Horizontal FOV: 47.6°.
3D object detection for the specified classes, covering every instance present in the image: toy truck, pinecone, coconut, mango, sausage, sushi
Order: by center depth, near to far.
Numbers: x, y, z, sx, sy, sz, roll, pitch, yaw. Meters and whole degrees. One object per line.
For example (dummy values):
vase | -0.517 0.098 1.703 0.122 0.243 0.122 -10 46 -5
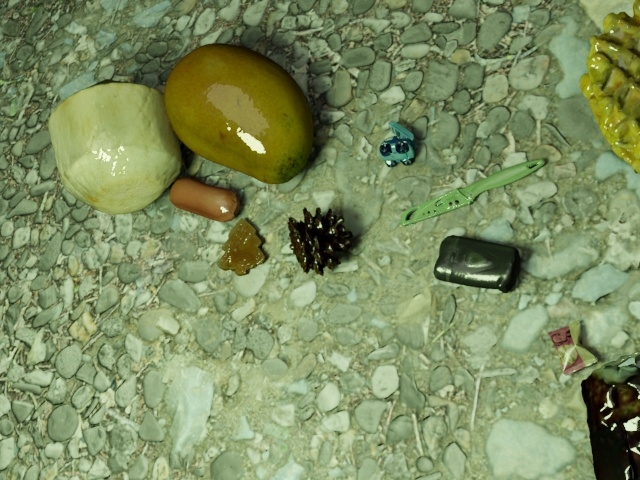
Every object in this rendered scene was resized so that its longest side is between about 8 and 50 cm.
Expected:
sushi | 0.512 0.299 0.970 0.299 0.281 0.294 -6 68 9
pinecone | -0.001 -0.001 1.426 0.121 0.140 0.140 -22 59 -14
toy truck | 0.157 -0.198 1.469 0.073 0.056 0.090 -3 56 21
mango | -0.168 -0.273 1.564 0.378 0.221 0.264 41 87 22
sausage | -0.259 -0.091 1.619 0.194 0.077 0.077 18 80 30
coconut | -0.461 -0.235 1.652 0.329 0.329 0.329 -9 67 23

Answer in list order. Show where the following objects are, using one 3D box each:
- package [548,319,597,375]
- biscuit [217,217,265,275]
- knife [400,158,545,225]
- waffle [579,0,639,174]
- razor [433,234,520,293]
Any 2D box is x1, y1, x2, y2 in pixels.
package | 0.418 0.176 1.207 0.059 0.029 0.083 -30 50 22
biscuit | -0.166 0.014 1.563 0.119 0.019 0.130 -7 69 24
knife | 0.285 -0.089 1.380 0.293 0.020 0.043 -21 65 19
waffle | 0.592 -0.255 1.216 0.261 0.151 0.324 -28 58 20
razor | 0.283 0.042 1.309 0.148 0.054 0.090 10 76 28
